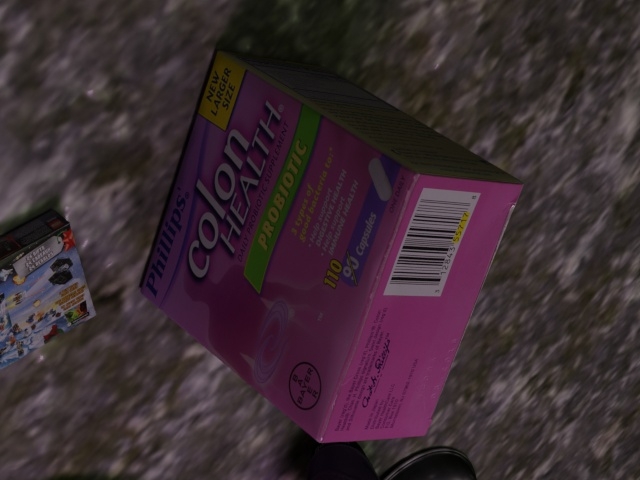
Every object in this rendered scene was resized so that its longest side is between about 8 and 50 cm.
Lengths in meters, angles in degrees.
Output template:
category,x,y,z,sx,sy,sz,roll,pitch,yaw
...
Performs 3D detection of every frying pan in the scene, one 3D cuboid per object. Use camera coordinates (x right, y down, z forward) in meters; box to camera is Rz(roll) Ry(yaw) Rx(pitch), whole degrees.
category,x,y,z,sx,sy,sz,roll,pitch,yaw
frying pan,0.052,0.337,1.600,0.326,0.053,0.197,-29,131,-30

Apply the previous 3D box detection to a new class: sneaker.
category,x,y,z,sx,sy,sz,roll,pitch,yaw
sneaker,0.050,0.306,1.512,0.107,0.124,0.283,-10,129,4

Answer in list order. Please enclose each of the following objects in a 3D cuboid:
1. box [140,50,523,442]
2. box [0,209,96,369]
category,x,y,z,sx,sy,sz,roll,pitch,yaw
box,0.000,0.000,1.191,0.117,0.243,0.214,3,113,-43
box,-0.240,0.048,1.165,0.137,0.027,0.094,-30,134,-25
